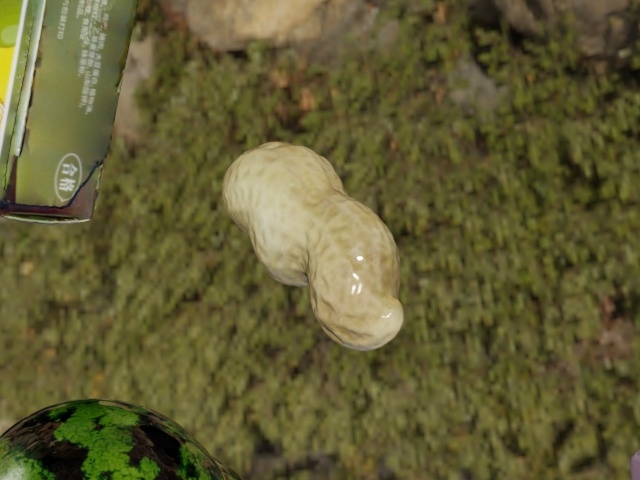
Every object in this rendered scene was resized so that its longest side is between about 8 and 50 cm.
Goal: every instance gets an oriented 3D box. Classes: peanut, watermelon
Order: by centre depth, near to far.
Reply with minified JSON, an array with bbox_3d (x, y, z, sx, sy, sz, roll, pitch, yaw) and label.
[{"bbox_3d":[-0.167,0.256,1.283,0.269,0.269,0.269,-4,142,-3],"label":"watermelon"},{"bbox_3d":[-0.001,0.000,1.341,0.086,0.228,0.104,15,114,-49],"label":"peanut"}]

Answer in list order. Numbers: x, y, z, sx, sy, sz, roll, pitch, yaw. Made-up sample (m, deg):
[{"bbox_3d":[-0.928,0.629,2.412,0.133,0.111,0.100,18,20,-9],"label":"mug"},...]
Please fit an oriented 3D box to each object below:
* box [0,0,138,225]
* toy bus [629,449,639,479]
[{"bbox_3d":[-0.360,-0.257,1.657,0.373,0.420,0.138,16,-173,37],"label":"box"},{"bbox_3d":[0.430,0.317,1.777,0.142,0.202,0.142,-11,-174,-21],"label":"toy bus"}]
